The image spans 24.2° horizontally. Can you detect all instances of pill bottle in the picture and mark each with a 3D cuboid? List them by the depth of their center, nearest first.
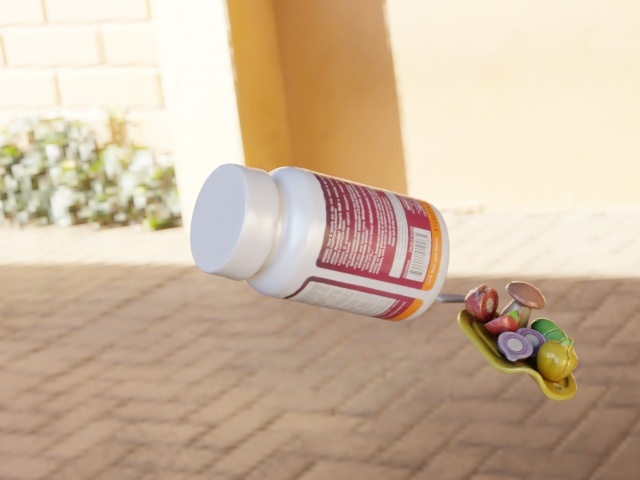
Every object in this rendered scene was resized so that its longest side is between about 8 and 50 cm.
[{"bbox_3d":[0.000,0.000,1.371,0.221,0.121,0.121,13,4,-32],"label":"pill bottle"}]

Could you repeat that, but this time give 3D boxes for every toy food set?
[{"bbox_3d":[0.237,0.098,1.782,0.128,0.071,0.218,10,27,-37],"label":"toy food set"}]
